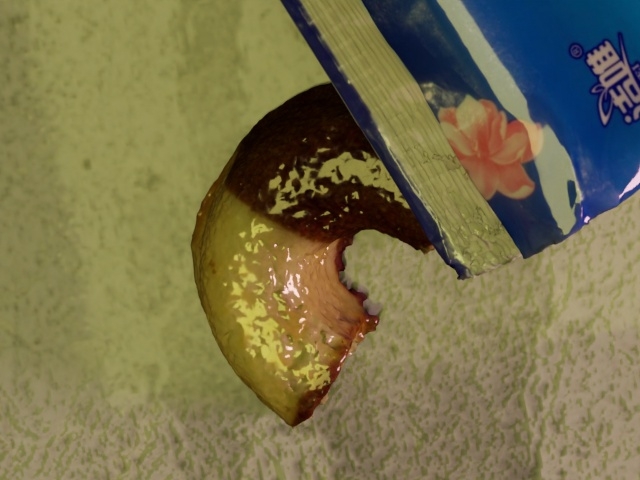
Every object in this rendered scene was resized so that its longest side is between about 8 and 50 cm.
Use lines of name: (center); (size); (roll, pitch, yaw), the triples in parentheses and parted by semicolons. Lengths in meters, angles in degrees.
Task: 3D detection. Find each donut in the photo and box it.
donut: (-0.001, 0.001, 1.071); (0.141, 0.085, 0.217); (32, 104, -1)

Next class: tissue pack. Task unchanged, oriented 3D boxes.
tissue pack: (0.095, -0.145, 0.971); (0.209, 0.137, 0.269); (-34, 96, -27)
